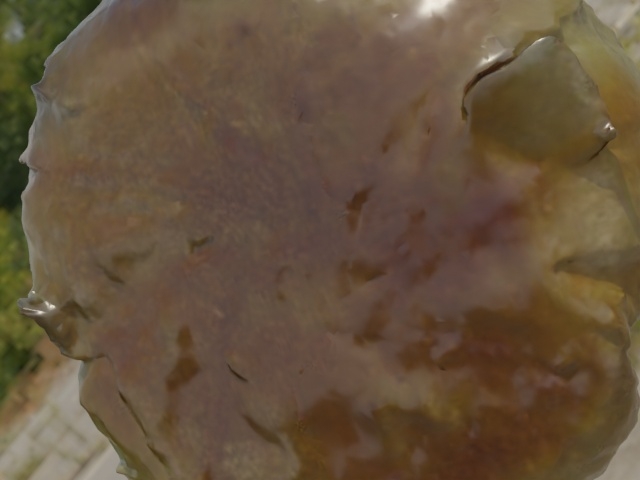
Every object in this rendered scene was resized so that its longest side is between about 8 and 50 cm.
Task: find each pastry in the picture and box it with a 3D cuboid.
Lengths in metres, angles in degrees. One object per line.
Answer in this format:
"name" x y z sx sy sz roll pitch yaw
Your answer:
"pastry" 0.000 0.000 0.512 0.218 0.229 0.100 -62 -16 21
